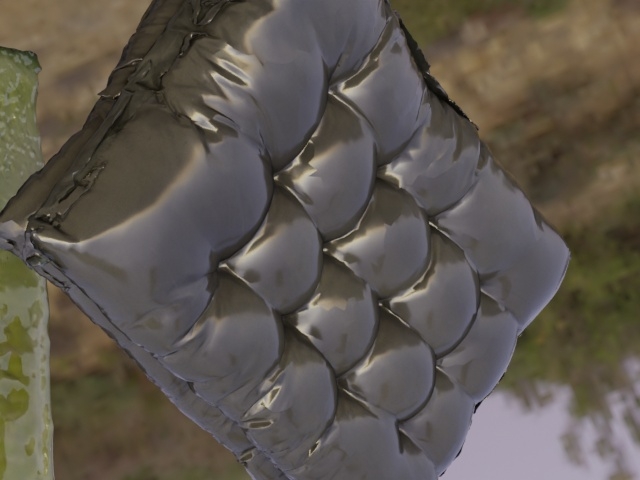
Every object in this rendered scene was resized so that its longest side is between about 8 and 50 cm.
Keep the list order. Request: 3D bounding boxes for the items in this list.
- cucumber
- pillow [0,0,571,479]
[{"bbox_3d":[-0.217,0.043,1.142,0.105,0.325,0.145,-12,162,34],"label":"cucumber"},{"bbox_3d":[0.000,0.000,0.991,0.101,0.326,0.228,11,-118,47],"label":"pillow"}]
